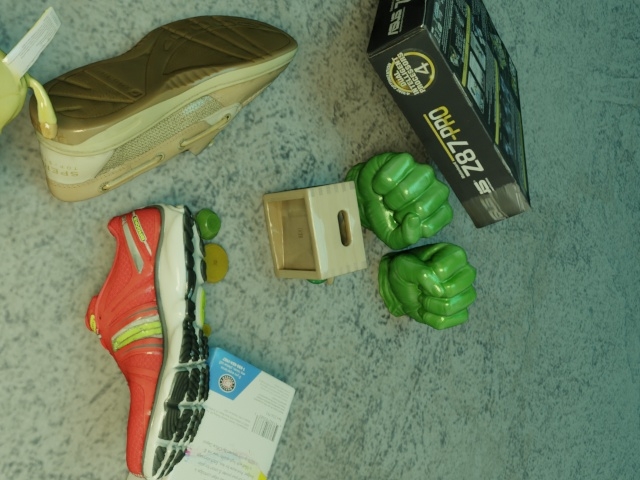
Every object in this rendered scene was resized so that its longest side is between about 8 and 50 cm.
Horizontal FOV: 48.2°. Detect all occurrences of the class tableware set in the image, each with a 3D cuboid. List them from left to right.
[{"bbox_3d":[-0.150,0.039,0.830,0.104,0.024,0.154,-1,87,-49],"label":"tableware set"}]

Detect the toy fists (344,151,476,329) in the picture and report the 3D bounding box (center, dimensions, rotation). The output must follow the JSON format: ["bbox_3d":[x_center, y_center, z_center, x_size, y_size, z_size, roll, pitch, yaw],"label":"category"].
[{"bbox_3d":[0.134,0.004,1.035,0.096,0.142,0.279,-35,111,-41],"label":"toy fists"}]

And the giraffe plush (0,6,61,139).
[{"bbox_3d":[-0.325,-0.121,0.537,0.210,0.170,0.182,-55,152,-39],"label":"giraffe plush"}]

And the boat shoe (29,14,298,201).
[{"bbox_3d":[-0.159,-0.154,0.783,0.341,0.121,0.110,-34,149,-38],"label":"boat shoe"}]

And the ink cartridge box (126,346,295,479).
[{"bbox_3d":[-0.129,0.248,0.795,0.134,0.078,0.231,37,62,-37],"label":"ink cartridge box"}]

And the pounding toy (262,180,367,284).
[{"bbox_3d":[0.000,0.000,0.921,0.100,0.130,0.141,-13,97,-33],"label":"pounding toy"}]

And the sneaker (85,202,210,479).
[{"bbox_3d":[-0.179,0.098,0.726,0.107,0.118,0.279,67,20,-67],"label":"sneaker"}]

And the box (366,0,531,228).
[{"bbox_3d":[0.204,-0.263,1.069,0.318,0.097,0.395,49,34,-30],"label":"box"}]
